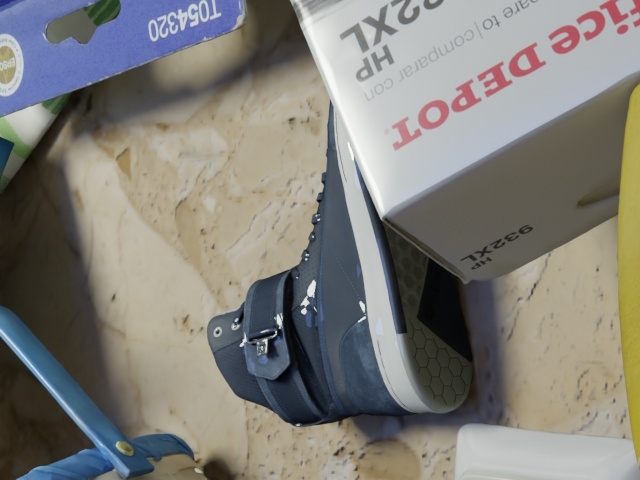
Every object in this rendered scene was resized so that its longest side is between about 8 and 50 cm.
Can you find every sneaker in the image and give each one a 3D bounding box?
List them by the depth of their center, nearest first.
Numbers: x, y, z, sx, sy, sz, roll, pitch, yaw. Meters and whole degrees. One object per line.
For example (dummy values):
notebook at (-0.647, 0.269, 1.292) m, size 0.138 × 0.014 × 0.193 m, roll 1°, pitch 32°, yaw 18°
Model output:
sneaker at (-0.001, 0.001, 1.180) m, size 0.163 × 0.086 × 0.226 m, roll -15°, pitch 77°, yaw 44°

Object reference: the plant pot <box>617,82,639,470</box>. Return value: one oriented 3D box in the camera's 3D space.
plant pot at (0.250, -0.017, 0.833) m, size 0.212 × 0.212 × 0.187 m, roll -46°, pitch 42°, yaw 36°

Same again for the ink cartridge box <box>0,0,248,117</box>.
ink cartridge box at (-0.193, -0.265, 1.296) m, size 0.324 × 0.071 × 0.330 m, roll -14°, pitch 80°, yaw 45°

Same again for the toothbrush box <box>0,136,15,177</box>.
toothbrush box at (-0.341, 0.068, 1.394) m, size 0.216 × 0.126 × 0.295 m, roll -56°, pitch 15°, yaw 43°

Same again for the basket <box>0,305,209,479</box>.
basket at (-0.181, 0.214, 1.274) m, size 0.289 × 0.201 × 0.255 m, roll 39°, pitch 116°, yaw 31°

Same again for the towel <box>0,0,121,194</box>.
towel at (-0.251, -0.210, 1.459) m, size 0.248 × 0.038 × 0.325 m, roll 49°, pitch 120°, yaw 16°

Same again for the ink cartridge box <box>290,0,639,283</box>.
ink cartridge box at (0.095, -0.169, 1.006) m, size 0.223 × 0.129 × 0.307 m, roll -29°, pitch 63°, yaw 16°

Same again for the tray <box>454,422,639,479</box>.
tray at (0.114, 0.240, 1.076) m, size 0.145 × 0.030 × 0.270 m, roll 0°, pitch 87°, yaw 49°
